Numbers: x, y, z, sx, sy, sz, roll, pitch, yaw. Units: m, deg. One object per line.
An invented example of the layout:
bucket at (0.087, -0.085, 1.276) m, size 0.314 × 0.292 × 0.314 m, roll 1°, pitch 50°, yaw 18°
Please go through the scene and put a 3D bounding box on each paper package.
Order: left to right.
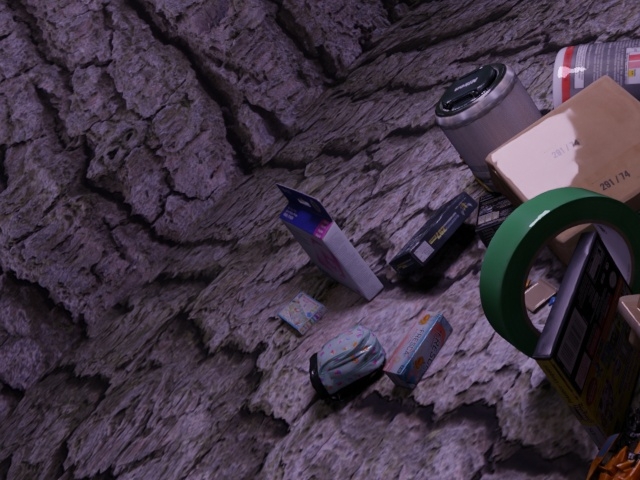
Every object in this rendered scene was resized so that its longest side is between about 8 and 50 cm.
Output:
paper package at (0.583, -0.140, 1.465) m, size 0.325 × 0.168 × 0.309 m, roll -35°, pitch 53°, yaw 7°

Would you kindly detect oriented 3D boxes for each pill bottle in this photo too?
pill bottle at (0.760, -0.376, 1.616) m, size 0.363 × 0.210 × 0.210 m, roll 1°, pitch 44°, yaw 30°

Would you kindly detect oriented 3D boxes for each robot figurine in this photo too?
robot figurine at (0.511, 0.326, 0.993) m, size 0.291 × 0.085 × 0.211 m, roll -48°, pitch 29°, yaw -19°

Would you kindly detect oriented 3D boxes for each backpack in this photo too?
backpack at (0.063, 0.287, 1.614) m, size 0.182 × 0.115 × 0.152 m, roll -30°, pitch 24°, yaw 12°

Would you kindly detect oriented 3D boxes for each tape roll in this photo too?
tape roll at (0.449, 0.065, 1.232) m, size 0.321 × 0.321 × 0.077 m, roll -40°, pitch 24°, yaw -3°

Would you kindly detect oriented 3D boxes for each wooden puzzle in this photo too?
wooden puzzle at (0.472, 0.120, 1.474) m, size 0.079 × 0.014 × 0.116 m, roll -40°, pitch 25°, yaw 7°

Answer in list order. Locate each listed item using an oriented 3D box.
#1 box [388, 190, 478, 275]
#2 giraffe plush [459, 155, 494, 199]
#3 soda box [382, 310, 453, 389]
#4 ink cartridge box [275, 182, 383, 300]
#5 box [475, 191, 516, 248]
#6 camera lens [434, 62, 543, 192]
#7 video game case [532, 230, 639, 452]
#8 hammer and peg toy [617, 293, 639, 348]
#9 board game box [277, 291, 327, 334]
box at (0.297, -0.015, 1.793) m, size 0.232 × 0.059 × 0.183 m, roll -46°, pitch 1°, yaw -16°
giraffe plush at (0.461, -0.244, 1.905) m, size 0.210 × 0.170 × 0.181 m, roll -47°, pitch 27°, yaw -17°
soda box at (0.223, 0.246, 1.536) m, size 0.063 × 0.058 × 0.183 m, roll 2°, pitch 48°, yaw 54°
ink cartridge box at (0.000, 0.000, 1.921) m, size 0.071 × 0.330 × 0.324 m, roll -43°, pitch 25°, yaw -10°
box at (0.489, -0.069, 1.686) m, size 0.180 × 0.077 × 0.147 m, roll -22°, pitch 30°, yaw 32°
camera lens at (0.436, -0.284, 1.690) m, size 0.219 × 0.274 × 0.219 m, roll -34°, pitch 23°, yaw 17°
video game case at (0.464, 0.166, 1.130) m, size 0.035 × 0.248 × 0.274 m, roll -10°, pitch 37°, yaw 48°
hammer and peg toy at (0.658, 0.145, 0.983) m, size 0.362 × 0.127 × 0.266 m, roll -5°, pitch 32°, yaw -4°
board game box at (-0.055, 0.212, 1.992) m, size 0.103 × 0.026 × 0.154 m, roll -44°, pitch 26°, yaw -11°
